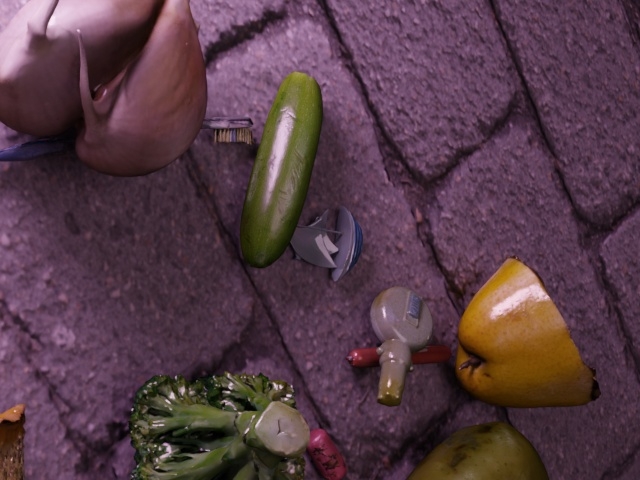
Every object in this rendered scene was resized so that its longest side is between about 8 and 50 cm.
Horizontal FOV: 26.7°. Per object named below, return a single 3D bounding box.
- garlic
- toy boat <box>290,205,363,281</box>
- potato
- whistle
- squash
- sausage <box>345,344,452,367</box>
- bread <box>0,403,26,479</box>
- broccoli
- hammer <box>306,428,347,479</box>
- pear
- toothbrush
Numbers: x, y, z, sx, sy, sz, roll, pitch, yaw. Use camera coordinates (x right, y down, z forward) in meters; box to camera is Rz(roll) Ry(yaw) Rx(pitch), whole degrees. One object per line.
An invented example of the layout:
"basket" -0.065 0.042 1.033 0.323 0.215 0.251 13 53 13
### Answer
"garlic" -0.246 -0.185 1.562 0.231 0.246 0.340 49 12 -2
"toy boat" 0.005 0.010 1.945 0.149 0.034 0.105 -17 98 -41
"potato" 0.221 0.402 2.011 0.304 0.216 0.216 -51 120 -43
"whistle" 0.116 0.154 1.986 0.104 0.057 0.198 32 46 -22
"squash" -0.052 -0.103 1.869 0.082 0.082 0.292 25 72 -38
"sausage" 0.121 0.175 2.043 0.223 0.029 0.029 1 88 -41
"bread" -0.489 0.323 1.487 0.315 0.279 0.248 -50 132 -81
"broccoli" -0.109 0.277 1.686 0.254 0.269 0.269 -6 92 -34
"hammer" 0.006 0.308 1.932 0.043 0.043 0.083 -45 118 -33
"pear" 0.291 0.174 2.108 0.178 0.267 0.267 -28 109 -6
"toothbrush" -0.247 -0.127 1.731 0.413 0.035 0.042 -10 97 -41
